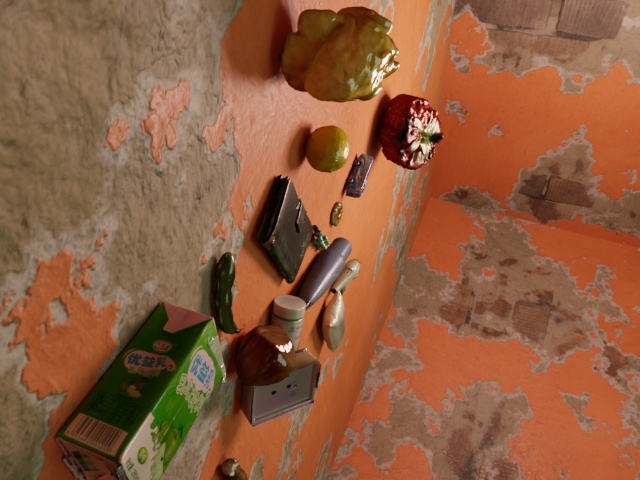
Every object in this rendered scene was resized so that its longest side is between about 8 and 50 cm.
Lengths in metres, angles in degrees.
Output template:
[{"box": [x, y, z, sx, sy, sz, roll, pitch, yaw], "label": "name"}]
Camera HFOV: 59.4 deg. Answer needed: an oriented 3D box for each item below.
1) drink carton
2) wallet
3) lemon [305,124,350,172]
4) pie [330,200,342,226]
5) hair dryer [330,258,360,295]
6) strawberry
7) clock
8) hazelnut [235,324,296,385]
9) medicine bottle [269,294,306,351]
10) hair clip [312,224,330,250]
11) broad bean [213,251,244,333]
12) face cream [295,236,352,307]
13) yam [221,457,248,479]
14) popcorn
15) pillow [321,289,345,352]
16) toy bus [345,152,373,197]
[{"box": [-0.257, 0.250, 0.865, 0.161, 0.108, 0.271, 90, 22, -44], "label": "drink carton"}, {"box": [-0.077, -0.015, 1.349, 0.317, 0.044, 0.169, 67, 40, -67], "label": "wallet"}, {"box": [0.018, -0.223, 1.359, 0.109, 0.109, 0.133, 73, 19, -62], "label": "lemon"}, {"box": [0.053, -0.083, 1.776, 0.084, 0.020, 0.084, 15, 90, -74], "label": "pie"}, {"box": [0.072, 0.173, 2.074, 0.167, 0.067, 0.199, -40, 158, -48], "label": "hair dryer"}, {"box": [0.307, -0.400, 2.050, 0.261, 0.257, 0.261, -21, 122, -38], "label": "strawberry"}, {"box": [-0.101, 0.369, 1.416, 0.192, 0.071, 0.147, -12, 123, -32], "label": "clock"}, {"box": [-0.129, 0.270, 1.295, 0.154, 0.143, 0.143, -84, -174, -79], "label": "hazelnut"}, {"box": [-0.093, 0.243, 1.465, 0.086, 0.086, 0.183, -37, 140, -65], "label": "medicine bottle"}, {"box": [-0.001, 0.001, 1.647, 0.173, 0.049, 0.049, 58, 49, -71], "label": "hair clip"}, {"box": [-0.186, 0.119, 1.116, 0.069, 0.039, 0.227, -51, 154, -41], "label": "broad bean"}, {"box": [-0.002, 0.114, 1.655, 0.135, 0.086, 0.385, -44, -174, 39], "label": "face cream"}, {"box": [-0.217, 0.622, 1.461, 0.241, 0.056, 0.057, 85, 26, -52], "label": "yam"}, {"box": [0.045, -0.353, 1.098, 0.191, 0.253, 0.190, 109, -36, -71], "label": "popcorn"}, {"box": [0.051, 0.293, 2.021, 0.254, 0.078, 0.144, 84, 23, -58], "label": "pillow"}, {"box": [0.127, -0.211, 1.834, 0.051, 0.061, 0.153, 83, 25, -65], "label": "toy bus"}]
